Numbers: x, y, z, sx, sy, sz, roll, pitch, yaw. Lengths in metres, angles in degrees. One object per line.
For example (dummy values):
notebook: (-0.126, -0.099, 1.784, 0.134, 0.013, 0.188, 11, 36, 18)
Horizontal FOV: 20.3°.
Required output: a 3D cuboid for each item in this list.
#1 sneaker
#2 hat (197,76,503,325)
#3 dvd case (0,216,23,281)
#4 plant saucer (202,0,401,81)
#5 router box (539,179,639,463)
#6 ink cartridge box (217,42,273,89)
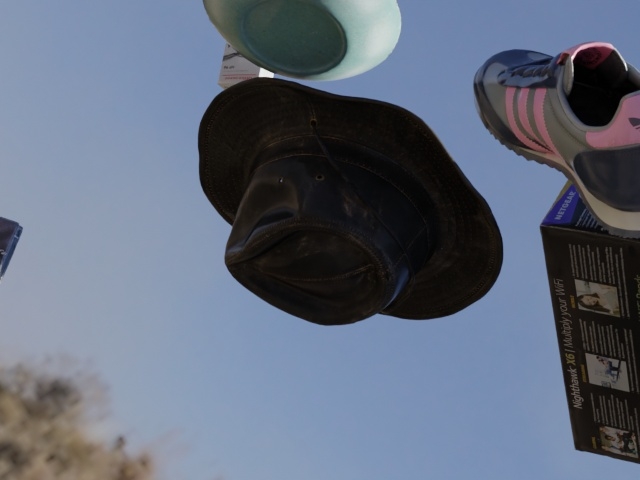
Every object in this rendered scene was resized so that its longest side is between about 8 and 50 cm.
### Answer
sneaker: (0.219, -0.124, 1.503, 0.319, 0.112, 0.131, 46, -27, 56)
hat: (0.000, 0.000, 1.710, 0.331, 0.134, 0.331, 22, -36, 17)
dvd case: (-0.392, 0.029, 1.595, 0.221, 0.165, 0.018, 17, -11, 18)
plant saucer: (-0.022, -0.206, 1.687, 0.195, 0.037, 0.195, 9, -37, 7)
router box: (0.351, 0.096, 1.702, 0.243, 0.081, 0.309, 11, -45, 27)
ink cartridge box: (-0.074, -0.176, 1.810, 0.048, 0.083, 0.028, 1, -18, 27)
